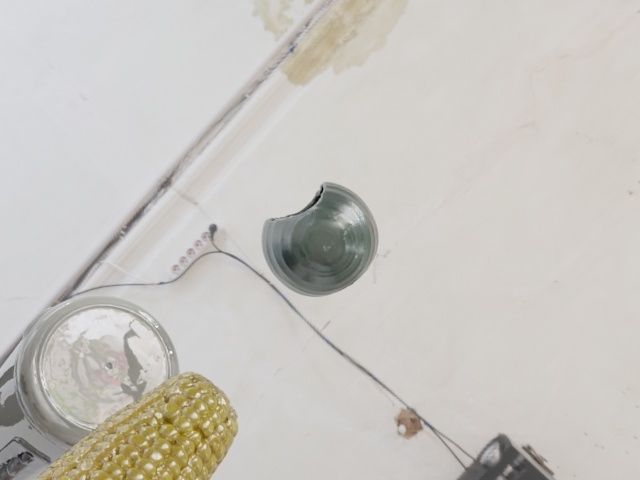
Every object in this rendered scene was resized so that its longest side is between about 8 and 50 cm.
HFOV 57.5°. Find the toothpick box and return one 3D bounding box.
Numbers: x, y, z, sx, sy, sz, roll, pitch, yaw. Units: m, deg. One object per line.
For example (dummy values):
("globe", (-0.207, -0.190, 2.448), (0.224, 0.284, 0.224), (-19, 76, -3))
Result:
("toothpick box", (-0.366, 0.237, 0.830), (0.316, 0.229, 0.229), (-37, -101, 40))

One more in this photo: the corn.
("corn", (-0.175, 0.215, 0.451), (0.119, 0.322, 0.119), (13, -58, 22))

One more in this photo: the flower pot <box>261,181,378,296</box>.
("flower pot", (0.000, 0.000, 0.951), (0.189, 0.243, 0.157), (-35, -81, 1))
